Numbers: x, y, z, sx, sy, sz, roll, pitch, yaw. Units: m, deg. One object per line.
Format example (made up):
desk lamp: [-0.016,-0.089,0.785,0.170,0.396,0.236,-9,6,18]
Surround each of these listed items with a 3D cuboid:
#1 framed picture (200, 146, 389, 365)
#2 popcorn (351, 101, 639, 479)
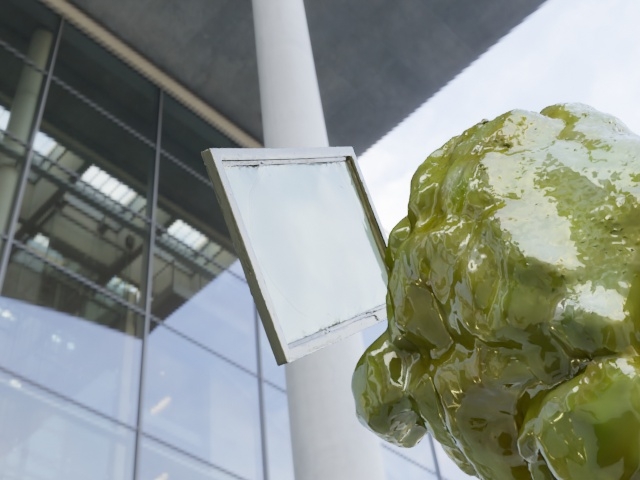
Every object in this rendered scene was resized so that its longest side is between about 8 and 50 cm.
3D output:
framed picture: [0.000,0.000,0.614,0.010,0.136,0.201,-23,-5,27]
popcorn: [0.146,0.046,0.437,0.250,0.235,0.242,20,-61,9]
